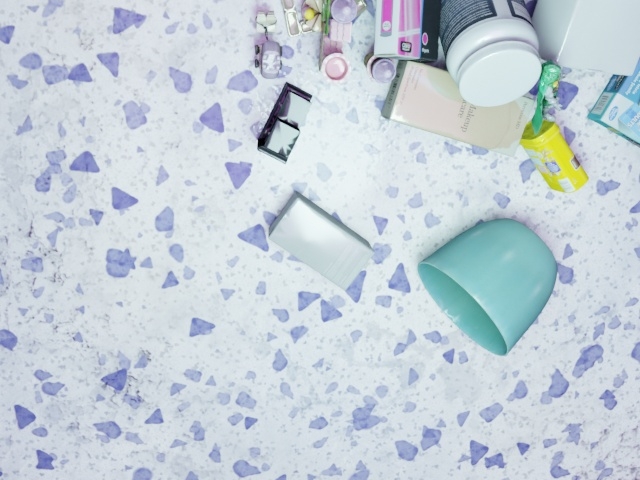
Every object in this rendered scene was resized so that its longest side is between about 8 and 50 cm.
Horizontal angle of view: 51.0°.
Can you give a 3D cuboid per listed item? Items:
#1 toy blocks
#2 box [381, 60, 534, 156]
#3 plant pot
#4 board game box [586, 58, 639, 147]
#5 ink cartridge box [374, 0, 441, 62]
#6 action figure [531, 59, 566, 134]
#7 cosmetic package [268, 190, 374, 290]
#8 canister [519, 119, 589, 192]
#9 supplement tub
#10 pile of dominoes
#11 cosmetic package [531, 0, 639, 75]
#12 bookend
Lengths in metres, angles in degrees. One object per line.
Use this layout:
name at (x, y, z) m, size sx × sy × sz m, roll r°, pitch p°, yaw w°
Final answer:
toy blocks at (0.020, -0.468, 1.400) m, size 0.308 × 0.260 × 0.289 m, roll 0°, pitch 113°, yaw -7°
box at (0.314, -0.308, 1.559) m, size 0.310 × 0.121 × 0.148 m, roll 14°, pitch 103°, yaw -8°
plant pot at (0.417, 0.087, 1.606) m, size 0.235 × 0.293 × 0.293 m, roll -41°, pitch 106°, yaw -10°
board game box at (0.861, -0.328, 1.621) m, size 0.335 × 0.079 × 0.254 m, roll 26°, pitch 102°, yaw -11°
ink cartridge box at (0.183, -0.553, 1.348) m, size 0.069 × 0.175 × 0.371 m, roll 8°, pitch 103°, yaw 36°
action figure at (0.490, -0.322, 1.436) m, size 0.063 × 0.232 × 0.137 m, roll 9°, pitch 85°, yaw 18°
cosmetic package at (0.000, 0.000, 1.633) m, size 0.238 × 0.107 × 0.127 m, roll 37°, pitch 100°, yaw -11°
canister at (0.554, -0.201, 1.608) m, size 0.073 × 0.126 × 0.170 m, roll -40°, pitch 107°, yaw -2°
supplement tub at (0.350, -0.443, 1.427) m, size 0.191 × 0.273 × 0.191 m, roll -5°, pitch 151°, yaw -3°
pile of dominoes at (-0.003, -0.604, 1.505) m, size 0.195 × 0.040 × 0.251 m, roll -12°, pitch 115°, yaw -2°
cosmetic package at (0.608, -0.562, 1.426) m, size 0.217 × 0.156 × 0.385 m, roll 4°, pitch 119°, yaw -20°
bookend at (-0.079, -0.268, 1.520) m, size 0.072 × 0.157 × 0.156 m, roll 25°, pitch 103°, yaw -12°
